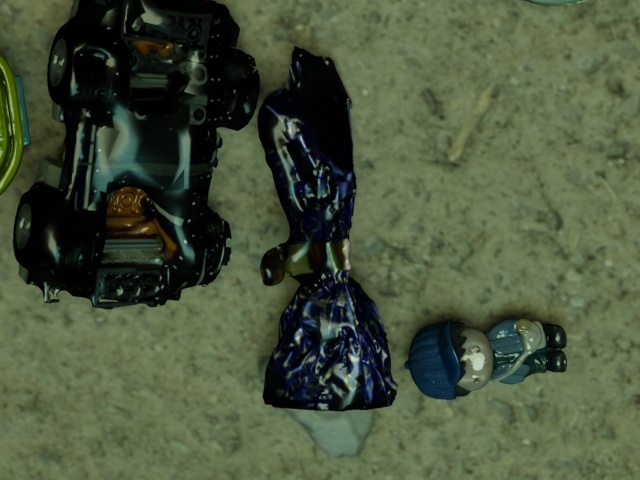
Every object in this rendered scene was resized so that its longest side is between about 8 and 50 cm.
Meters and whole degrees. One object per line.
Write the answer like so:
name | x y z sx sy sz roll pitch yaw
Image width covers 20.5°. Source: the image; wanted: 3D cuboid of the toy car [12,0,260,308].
toy car | -0.163 -0.086 1.586 0.193 0.118 0.301 6 102 -26

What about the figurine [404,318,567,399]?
figurine | 0.157 0.106 1.688 0.149 0.087 0.086 -8 108 -18

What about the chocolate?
chocolate | -0.002 -0.004 1.609 0.148 0.126 0.343 -19 111 -44

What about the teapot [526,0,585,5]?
teapot | 0.205 -0.297 1.551 0.232 0.159 0.159 -15 106 11

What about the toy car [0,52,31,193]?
toy car | -0.380 -0.098 1.551 0.248 0.142 0.200 -4 92 -8
